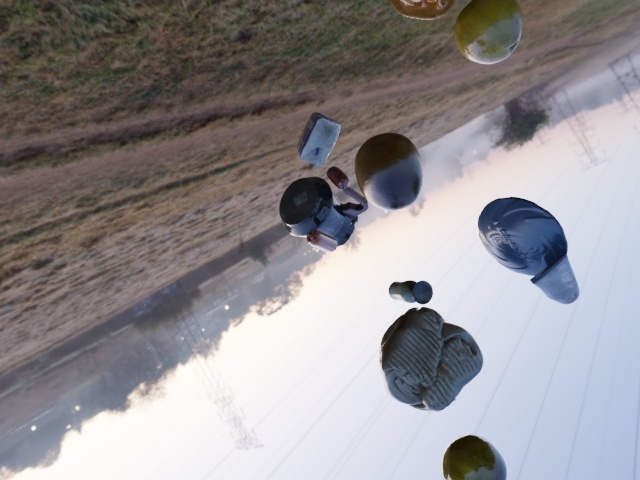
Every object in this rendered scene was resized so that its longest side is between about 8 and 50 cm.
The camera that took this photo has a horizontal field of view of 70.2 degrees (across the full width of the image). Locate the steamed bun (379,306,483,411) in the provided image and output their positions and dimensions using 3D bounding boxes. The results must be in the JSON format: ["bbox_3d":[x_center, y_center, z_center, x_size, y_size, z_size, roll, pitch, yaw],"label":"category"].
[{"bbox_3d":[0.366,0.445,1.686,0.367,0.342,0.255,-39,174,-22],"label":"steamed bun"}]

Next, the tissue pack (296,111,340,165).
[{"bbox_3d":[-0.010,-0.451,2.031,0.209,0.137,0.270,-61,-165,13],"label":"tissue pack"}]

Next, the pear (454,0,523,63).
[{"bbox_3d":[0.528,-0.657,1.420,0.208,0.209,0.209,-30,-179,0],"label":"pear"}]

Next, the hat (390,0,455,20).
[{"bbox_3d":[0.278,-0.808,1.384,0.233,0.245,0.233,-24,177,33],"label":"hat"}]

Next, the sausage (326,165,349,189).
[{"bbox_3d":[0.082,-0.285,2.073,0.076,0.141,0.076,-19,135,-20],"label":"sausage"}]

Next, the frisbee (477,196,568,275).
[{"bbox_3d":[0.615,-0.002,1.424,0.049,0.290,0.289,-36,-176,-29],"label":"frisbee"}]

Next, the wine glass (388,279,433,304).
[{"bbox_3d":[0.388,0.224,1.995,0.103,0.103,0.231,-30,-175,-18],"label":"wine glass"}]

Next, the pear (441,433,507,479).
[{"bbox_3d":[0.459,0.686,1.369,0.199,0.200,0.200,-30,-179,0],"label":"pear"}]

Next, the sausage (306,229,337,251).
[{"bbox_3d":[0.000,0.000,1.924,0.071,0.071,0.234,-29,160,15],"label":"sausage"}]

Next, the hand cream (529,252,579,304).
[{"bbox_3d":[0.734,0.130,1.400,0.121,0.076,0.336,-46,140,13],"label":"hand cream"}]

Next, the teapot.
[{"bbox_3d":[0.029,-0.143,2.239,0.375,0.306,0.361,-28,146,27],"label":"teapot"}]

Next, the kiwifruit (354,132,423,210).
[{"bbox_3d":[0.201,-0.190,1.313,0.195,0.234,0.196,-15,-138,14],"label":"kiwifruit"}]
